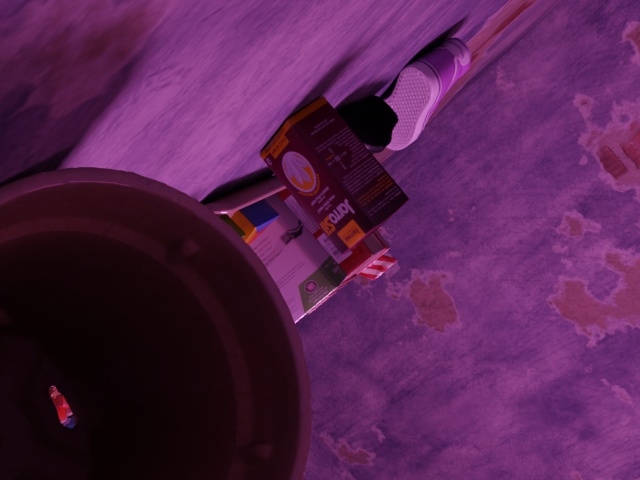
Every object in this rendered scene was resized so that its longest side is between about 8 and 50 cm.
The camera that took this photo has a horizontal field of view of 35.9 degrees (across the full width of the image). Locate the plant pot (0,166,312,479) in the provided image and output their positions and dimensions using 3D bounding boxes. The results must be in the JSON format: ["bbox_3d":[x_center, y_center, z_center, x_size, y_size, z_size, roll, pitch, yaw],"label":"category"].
[{"bbox_3d":[-0.230,0.149,0.817,0.305,0.334,0.334,-26,-171,48],"label":"plant pot"}]

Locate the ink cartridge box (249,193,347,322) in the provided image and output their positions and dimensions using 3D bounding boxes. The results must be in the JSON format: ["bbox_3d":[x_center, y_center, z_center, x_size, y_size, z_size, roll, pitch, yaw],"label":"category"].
[{"bbox_3d":[-0.085,0.038,1.776,0.160,0.219,0.092,-40,-179,21],"label":"ink cartridge box"}]

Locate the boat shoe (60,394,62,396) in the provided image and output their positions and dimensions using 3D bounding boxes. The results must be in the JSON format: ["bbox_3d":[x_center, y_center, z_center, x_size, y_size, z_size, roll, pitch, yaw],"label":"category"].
[{"bbox_3d":[-0.463,0.286,2.104,0.095,0.079,0.254,-41,178,28],"label":"boat shoe"}]

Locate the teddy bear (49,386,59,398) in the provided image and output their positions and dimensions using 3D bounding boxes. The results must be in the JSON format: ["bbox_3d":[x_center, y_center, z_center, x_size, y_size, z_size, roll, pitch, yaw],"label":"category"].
[{"bbox_3d":[-0.308,0.108,1.174,0.245,0.113,0.338,-49,167,22],"label":"teddy bear"}]

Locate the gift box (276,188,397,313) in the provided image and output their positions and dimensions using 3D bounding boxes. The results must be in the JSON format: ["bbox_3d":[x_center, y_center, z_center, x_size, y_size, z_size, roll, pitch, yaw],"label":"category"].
[{"bbox_3d":[0.000,0.000,2.002,0.276,0.255,0.258,-34,177,10],"label":"gift box"}]

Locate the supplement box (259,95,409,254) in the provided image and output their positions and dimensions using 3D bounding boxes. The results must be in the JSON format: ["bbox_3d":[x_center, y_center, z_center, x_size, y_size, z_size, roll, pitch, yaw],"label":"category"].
[{"bbox_3d":[0.018,-0.088,1.364,0.081,0.188,0.104,-38,177,-35],"label":"supplement box"}]

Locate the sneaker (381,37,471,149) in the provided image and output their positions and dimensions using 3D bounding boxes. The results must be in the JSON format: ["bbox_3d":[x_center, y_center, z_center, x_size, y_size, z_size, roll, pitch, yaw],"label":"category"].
[{"bbox_3d":[0.196,-0.275,1.845,0.161,0.102,0.282,-43,179,-27],"label":"sneaker"}]

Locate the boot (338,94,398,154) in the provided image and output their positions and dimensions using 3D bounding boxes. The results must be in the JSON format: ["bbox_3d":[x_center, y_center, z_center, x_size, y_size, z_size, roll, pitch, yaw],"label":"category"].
[{"bbox_3d":[0.026,-0.139,1.688,0.207,0.094,0.246,-45,-178,23],"label":"boot"}]

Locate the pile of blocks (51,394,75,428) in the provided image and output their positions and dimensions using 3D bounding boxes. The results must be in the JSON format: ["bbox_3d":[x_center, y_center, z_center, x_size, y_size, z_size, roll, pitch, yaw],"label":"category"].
[{"bbox_3d":[-0.469,0.326,1.917,0.362,0.149,0.112,-39,178,-24],"label":"pile of blocks"}]

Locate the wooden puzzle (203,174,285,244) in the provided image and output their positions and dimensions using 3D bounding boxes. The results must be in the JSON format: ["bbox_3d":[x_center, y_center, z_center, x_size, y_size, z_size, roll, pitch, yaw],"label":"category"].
[{"bbox_3d":[-0.201,0.037,1.584,0.348,0.080,0.322,-41,178,21],"label":"wooden puzzle"}]
